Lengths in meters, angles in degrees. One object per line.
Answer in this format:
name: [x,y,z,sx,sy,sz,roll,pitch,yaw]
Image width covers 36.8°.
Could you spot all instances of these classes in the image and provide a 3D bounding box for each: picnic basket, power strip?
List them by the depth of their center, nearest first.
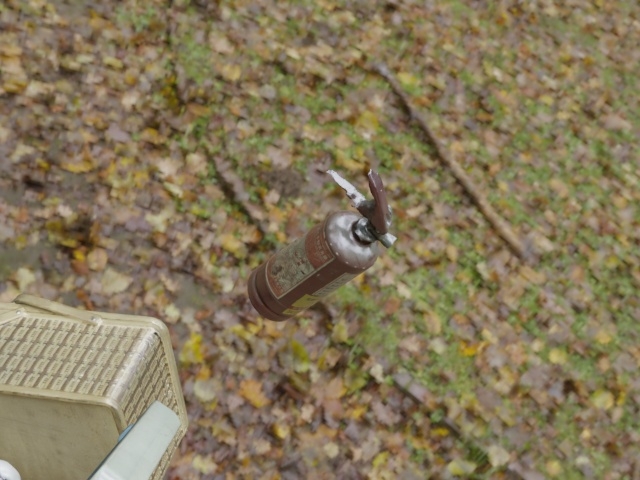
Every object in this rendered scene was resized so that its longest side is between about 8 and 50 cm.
power strip: [-0.193,0.226,0.881,0.046,0.118,0.270,38,4,-1]
picnic basket: [-0.355,0.213,1.279,0.313,0.228,0.175,3,37,14]

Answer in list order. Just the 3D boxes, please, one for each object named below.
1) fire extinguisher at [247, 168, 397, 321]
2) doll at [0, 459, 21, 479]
fire extinguisher: [0.001,0.007,1.062,0.106,0.252,0.075,26,52,-25]
doll: [-0.328,0.300,1.038,0.219,0.091,0.067,46,68,1]
